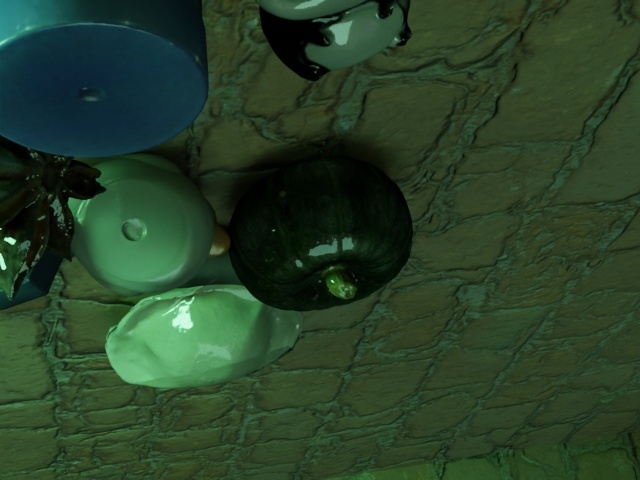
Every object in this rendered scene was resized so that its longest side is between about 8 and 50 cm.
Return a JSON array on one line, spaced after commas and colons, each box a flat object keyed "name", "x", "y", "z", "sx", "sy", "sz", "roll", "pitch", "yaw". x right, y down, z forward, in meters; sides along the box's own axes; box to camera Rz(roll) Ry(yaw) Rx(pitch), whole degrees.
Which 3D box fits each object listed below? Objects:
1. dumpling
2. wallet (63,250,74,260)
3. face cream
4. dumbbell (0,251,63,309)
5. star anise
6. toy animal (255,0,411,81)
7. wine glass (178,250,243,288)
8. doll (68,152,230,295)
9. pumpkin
[{"name": "dumpling", "x": -0.223, "y": 0.155, "z": 2.117, "sx": 0.341, "sy": 0.181, "sz": 0.260, "roll": 6, "pitch": 140, "yaw": 16}, {"name": "wallet", "x": -0.508, "y": -0.048, "z": 1.704, "sx": 0.190, "sy": 0.046, "sz": 0.379, "roll": -17, "pitch": 151, "yaw": 2}, {"name": "face cream", "x": -0.250, "y": -0.245, "z": 1.247, "sx": 0.248, "sy": 0.225, "sz": 0.249, "roll": -7, "pitch": 153, "yaw": -4}, {"name": "dumbbell", "x": -0.478, "y": -0.031, "z": 1.552, "sx": 0.144, "sy": 0.160, "sz": 0.325, "roll": 8, "pitch": 158, "yaw": 26}, {"name": "star anise", "x": -0.377, "y": -0.095, "z": 1.449, "sx": 0.117, "sy": 0.332, "sz": 0.332, "roll": 12, "pitch": 160, "yaw": 19}, {"name": "toy animal", "x": 0.004, "y": -0.309, "z": 1.297, "sx": 0.187, "sy": 0.165, "sz": 0.235, "roll": -24, "pitch": 154, "yaw": -5}, {"name": "wine glass", "x": -0.221, "y": 0.030, "z": 1.933, "sx": 0.231, "sy": 0.103, "sz": 0.103, "roll": 3, "pitch": 150, "yaw": -36}, {"name": "doll", "x": -0.257, "y": -0.027, "z": 1.751, "sx": 0.251, "sy": 0.221, "sz": 0.221, "roll": 15, "pitch": 149, "yaw": -4}, {"name": "pumpkin", "x": 0.000, "y": 0.000, "z": 1.852, "sx": 0.300, "sy": 0.207, "sz": 0.300, "roll": -10, "pitch": 154, "yaw": -5}]
